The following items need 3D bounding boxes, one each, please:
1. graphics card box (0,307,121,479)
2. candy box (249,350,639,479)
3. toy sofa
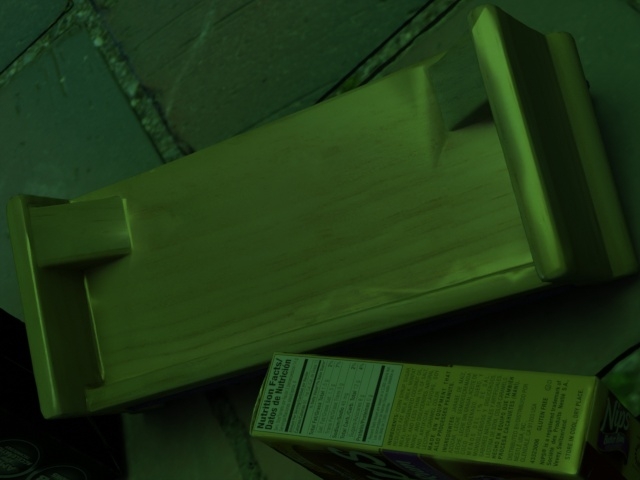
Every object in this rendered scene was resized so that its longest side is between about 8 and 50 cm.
[{"bbox_3d":[-0.349,0.163,0.813,0.371,0.233,0.094,-31,45,16],"label":"graphics card box"},{"bbox_3d":[0.070,0.106,0.625,0.187,0.109,0.053,1,64,35],"label":"candy box"},{"bbox_3d":[0.000,0.000,0.742,0.363,0.177,0.150,-18,78,26],"label":"toy sofa"}]
